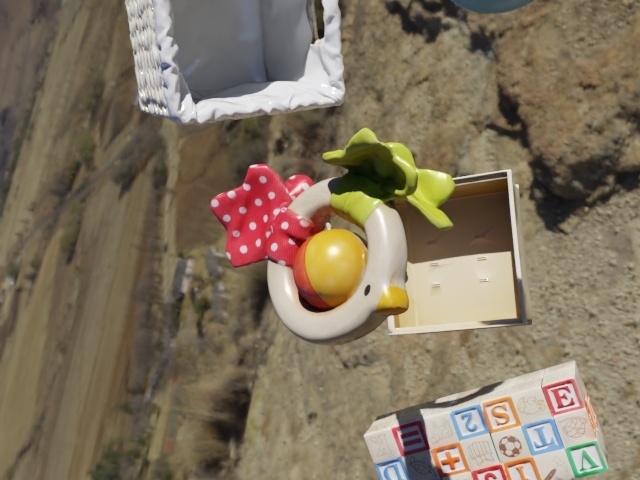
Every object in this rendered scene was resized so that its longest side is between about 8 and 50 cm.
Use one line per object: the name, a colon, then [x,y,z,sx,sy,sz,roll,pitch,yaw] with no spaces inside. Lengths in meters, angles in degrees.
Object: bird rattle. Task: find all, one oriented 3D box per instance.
bird rattle: [0.000,0.000,0.811,0.254,0.143,0.206,-19,64,29]

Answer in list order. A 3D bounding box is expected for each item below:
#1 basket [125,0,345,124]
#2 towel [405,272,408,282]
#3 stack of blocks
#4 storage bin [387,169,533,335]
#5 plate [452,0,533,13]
basket: [-0.167,-0.384,1.479,0.266,0.331,0.328,15,113,60]
towel: [0.069,-0.016,0.956,0.148,0.027,0.110,-100,-10,-67]
stack of blocks: [0.231,0.294,1.133,0.297,0.087,0.171,-21,91,19]
storage bin: [0.234,0.031,1.484,0.261,0.123,0.262,-8,81,22]
plate: [0.215,-0.377,1.037,0.188,0.188,0.024,-57,-8,32]
